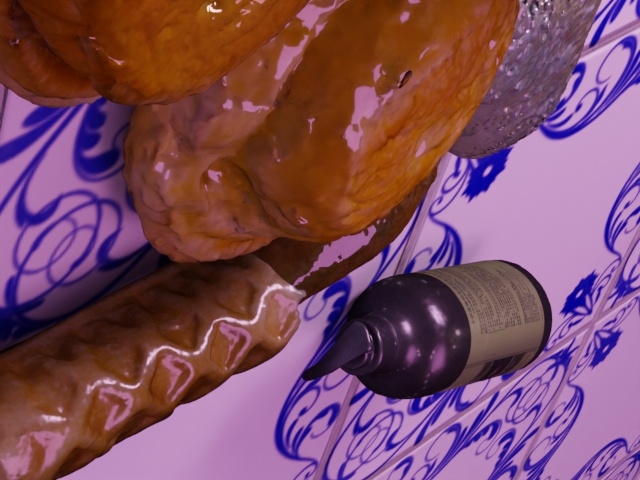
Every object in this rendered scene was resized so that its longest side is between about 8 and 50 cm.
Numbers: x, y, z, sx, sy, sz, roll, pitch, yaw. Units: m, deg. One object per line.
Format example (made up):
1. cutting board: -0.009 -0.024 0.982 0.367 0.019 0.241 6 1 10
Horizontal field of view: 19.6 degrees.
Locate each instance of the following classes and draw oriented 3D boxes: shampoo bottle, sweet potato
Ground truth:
1. shampoo bottle: 0.088 0.074 1.502 0.284 0.101 0.101 -7 132 -59
2. sweet potato: 0.000 0.000 1.257 0.243 0.077 0.077 -47 157 -16

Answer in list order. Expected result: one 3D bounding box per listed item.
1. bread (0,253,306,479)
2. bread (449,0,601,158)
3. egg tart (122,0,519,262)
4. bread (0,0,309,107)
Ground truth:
1. bread: -0.130 0.080 1.110 0.269 0.098 0.087 -28 140 -42
2. bread: 0.140 -0.142 1.308 0.172 0.064 0.232 -50 159 -10
3. egg tart: 0.021 -0.103 1.074 0.319 0.128 0.319 -43 158 -23
4. bread: -0.071 -0.161 0.817 0.198 0.120 0.236 -41 156 -27
